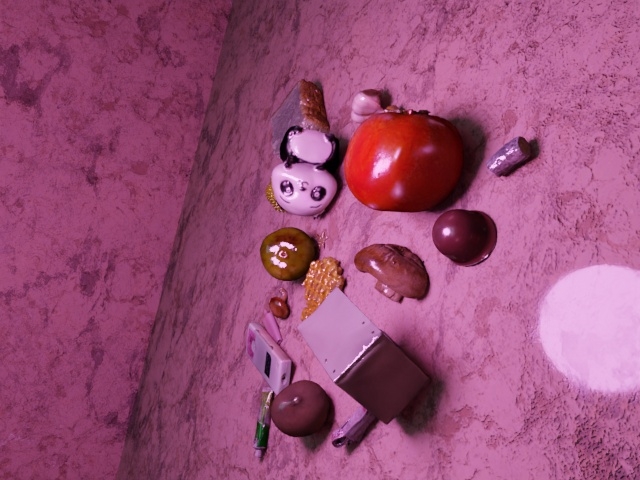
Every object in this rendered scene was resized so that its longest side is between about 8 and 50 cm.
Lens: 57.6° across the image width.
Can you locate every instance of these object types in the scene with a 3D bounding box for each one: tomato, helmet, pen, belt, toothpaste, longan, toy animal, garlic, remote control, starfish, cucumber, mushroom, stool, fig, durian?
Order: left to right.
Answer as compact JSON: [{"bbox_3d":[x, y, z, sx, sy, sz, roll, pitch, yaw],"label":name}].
[{"bbox_3d":[-0.208,0.654,2.104,0.078,0.047,0.247,-19,57,51],"label":"toothpaste"},{"bbox_3d":[-0.199,0.433,2.172,0.344,0.050,0.145,35,121,58],"label":"remote control"},{"bbox_3d":[-0.191,0.330,2.256,0.053,0.032,0.197,-59,36,23],"label":"pen"},{"bbox_3d":[-0.159,0.238,2.215,0.088,0.073,0.129,90,175,-50],"label":"mushroom"},{"bbox_3d":[-0.146,-0.209,2.347,0.159,0.146,0.198,-42,45,37],"label":"durian"},{"bbox_3d":[-0.116,0.049,2.151,0.225,0.203,0.202,33,-106,-87],"label":"fig"},{"bbox_3d":[-0.061,0.525,1.815,0.189,0.189,0.189,-33,48,47],"label":"longan"},{"bbox_3d":[-0.051,-0.240,2.141,0.251,0.251,0.309,-1,73,58],"label":"toy animal"},{"bbox_3d":[0.000,0.000,2.135,0.086,0.016,0.092,23,97,61],"label":"starfish"},{"bbox_3d":[0.115,0.503,1.641,0.232,0.071,0.053,-53,29,24],"label":"belt"},{"bbox_3d":[0.109,0.299,1.532,0.170,0.243,0.270,-45,33,-1],"label":"stool"},{"bbox_3d":[0.163,-0.459,2.016,0.174,0.124,0.099,113,146,-67],"label":"garlic"},{"bbox_3d":[0.174,0.076,1.679,0.286,0.151,0.155,31,100,59],"label":"mushroom"},{"bbox_3d":[0.229,-0.223,1.632,0.325,0.293,0.289,22,108,54],"label":"tomato"},{"bbox_3d":[0.351,-0.015,1.488,0.175,0.106,0.154,37,107,54],"label":"helmet"},{"bbox_3d":[0.463,-0.206,1.443,0.112,0.064,0.064,-39,44,44],"label":"cucumber"}]

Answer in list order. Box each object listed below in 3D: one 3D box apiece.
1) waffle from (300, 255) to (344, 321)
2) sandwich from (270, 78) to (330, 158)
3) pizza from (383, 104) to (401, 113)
[{"bbox_3d":[-0.001,0.180,2.003,0.249,0.056,0.253,-50,39,32],"label":"waffle"},{"bbox_3d":[-0.093,-0.466,2.410,0.262,0.131,0.325,-42,43,38],"label":"sandwich"},{"bbox_3d":[0.230,-0.335,1.899,0.161,0.063,0.182,-47,43,25],"label":"pizza"}]
